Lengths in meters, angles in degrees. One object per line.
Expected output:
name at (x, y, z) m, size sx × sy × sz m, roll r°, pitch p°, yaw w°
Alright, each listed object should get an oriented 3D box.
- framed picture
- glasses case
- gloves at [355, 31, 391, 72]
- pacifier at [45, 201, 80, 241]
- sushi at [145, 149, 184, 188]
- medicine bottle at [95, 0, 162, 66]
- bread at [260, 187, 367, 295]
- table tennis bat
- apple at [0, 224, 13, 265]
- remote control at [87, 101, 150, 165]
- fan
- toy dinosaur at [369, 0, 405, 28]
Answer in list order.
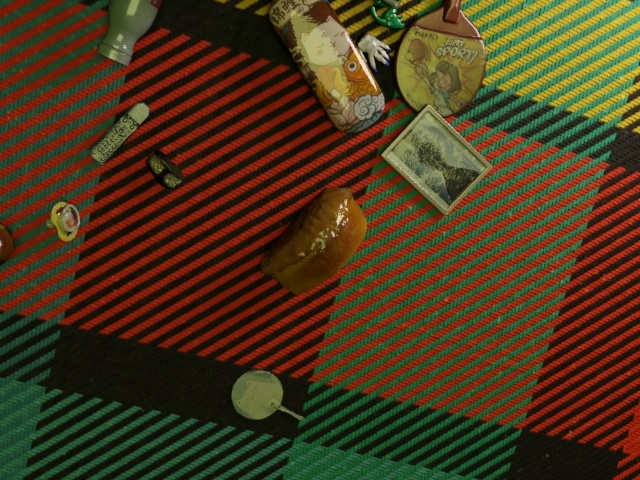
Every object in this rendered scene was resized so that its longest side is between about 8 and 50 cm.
framed picture at (0.248, -0.170, 1.794) m, size 0.203 × 0.015 × 0.150 m, roll 42°, pitch 97°, yaw -16°
glasses case at (0.013, -0.368, 1.704) m, size 0.122 × 0.082 × 0.321 m, roll -33°, pitch 102°, yaw -1°
gloves at (0.108, -0.389, 1.746) m, size 0.086 × 0.026 × 0.064 m, roll 33°, pitch 94°, yaw -17°
pacifier at (-0.523, -0.040, 1.691) m, size 0.064 × 0.068 × 0.083 m, roll -2°, pitch 124°, yaw 24°
sushi at (-0.320, -0.143, 1.714) m, size 0.046 × 0.044 × 0.083 m, roll -36°, pitch 101°, yaw 20°
medicine bottle at (-0.363, -0.450, 1.626) m, size 0.090 × 0.090 × 0.216 m, roll 24°, pitch 95°, yaw -12°
bread at (-0.002, 0.005, 1.735) m, size 0.129 × 0.134 × 0.260 m, roll 42°, pitch 91°, yaw -14°
table tennis bat at (0.258, -0.410, 1.764) m, size 0.200 × 0.038 × 0.310 m, roll 8°, pitch 101°, yaw -11°
apple at (-0.664, 0.012, 1.644) m, size 0.114 × 0.102 × 0.099 m, roll 24°, pitch 93°, yaw -13°
remote control at (-0.401, -0.218, 1.690) m, size 0.152 × 0.027 × 0.043 m, roll -44°, pitch 109°, yaw 1°
fan at (-0.112, 0.352, 1.836) m, size 0.175 × 0.005 × 0.113 m, roll 30°, pitch 93°, yaw -11°
toy dinosaur at (0.131, -0.495, 1.720) m, size 0.132 × 0.059 × 0.096 m, roll 26°, pitch 100°, yaw -20°
